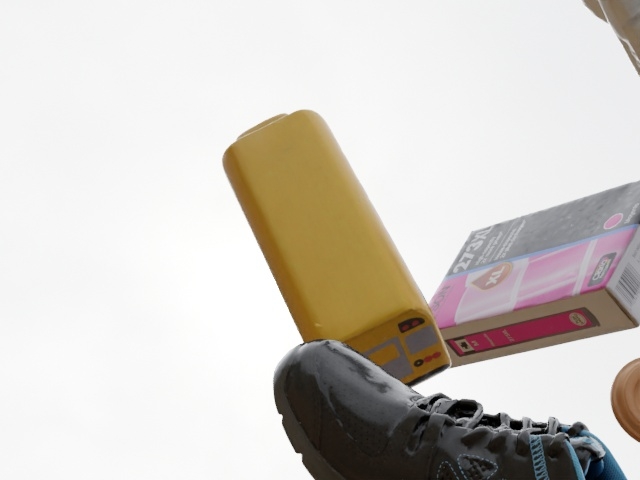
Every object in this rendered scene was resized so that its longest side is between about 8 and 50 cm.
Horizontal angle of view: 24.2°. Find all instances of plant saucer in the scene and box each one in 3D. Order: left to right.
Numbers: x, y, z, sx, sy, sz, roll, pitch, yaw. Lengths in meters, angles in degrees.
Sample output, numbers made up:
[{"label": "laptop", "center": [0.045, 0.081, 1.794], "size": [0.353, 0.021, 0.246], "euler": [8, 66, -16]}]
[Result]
[{"label": "plant saucer", "center": [0.284, 0.134, 1.250], "size": [0.083, 0.083, 0.013], "euler": [31, -28, 9]}]

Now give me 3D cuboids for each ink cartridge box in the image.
[{"label": "ink cartridge box", "center": [0.213, 0.046, 1.590], "size": [0.069, 0.176, 0.371], "euler": [47, -37, -17]}]

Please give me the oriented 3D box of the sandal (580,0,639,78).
[{"label": "sandal", "center": [0.290, -0.284, 1.410], "size": [0.416, 0.169, 0.102], "euler": [69, -18, -6]}]

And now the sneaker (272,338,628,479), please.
[{"label": "sneaker", "center": [0.121, 0.156, 0.999], "size": [0.341, 0.125, 0.140], "euler": [36, -63, 17]}]

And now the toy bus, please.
[{"label": "toy bus", "center": [0.000, 0.000, 1.318], "size": [0.108, 0.333, 0.130], "euler": [-27, -42, 0]}]
